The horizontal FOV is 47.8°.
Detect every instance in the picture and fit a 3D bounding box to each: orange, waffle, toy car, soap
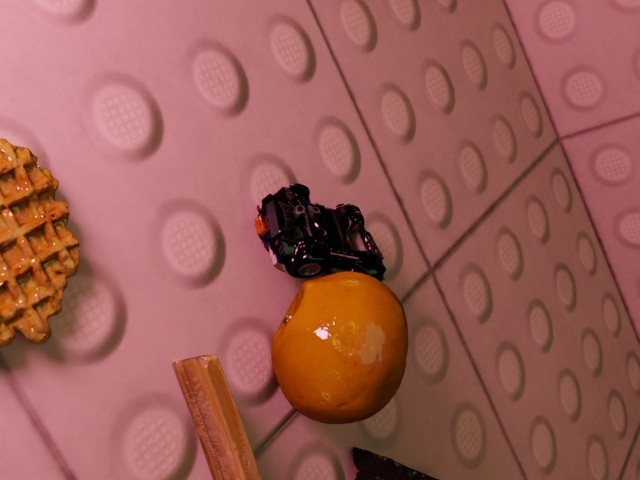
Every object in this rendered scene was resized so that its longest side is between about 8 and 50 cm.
[{"bbox_3d":[0.033,0.188,1.298,0.235,0.279,0.279,18,62,-10],"label":"orange"},{"bbox_3d":[-0.470,0.002,0.958,0.311,0.060,0.308,13,69,-46],"label":"waffle"},{"bbox_3d":[-0.002,0.001,1.418,0.301,0.118,0.193,16,48,-39],"label":"toy car"},{"bbox_3d":[-0.164,0.305,1.170,0.037,0.092,0.252,-21,95,-46],"label":"soap"}]

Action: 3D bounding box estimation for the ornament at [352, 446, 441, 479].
[{"bbox_3d":[0.134,0.567,1.420,0.251,0.106,0.261,32,65,-29],"label":"ornament"}]
